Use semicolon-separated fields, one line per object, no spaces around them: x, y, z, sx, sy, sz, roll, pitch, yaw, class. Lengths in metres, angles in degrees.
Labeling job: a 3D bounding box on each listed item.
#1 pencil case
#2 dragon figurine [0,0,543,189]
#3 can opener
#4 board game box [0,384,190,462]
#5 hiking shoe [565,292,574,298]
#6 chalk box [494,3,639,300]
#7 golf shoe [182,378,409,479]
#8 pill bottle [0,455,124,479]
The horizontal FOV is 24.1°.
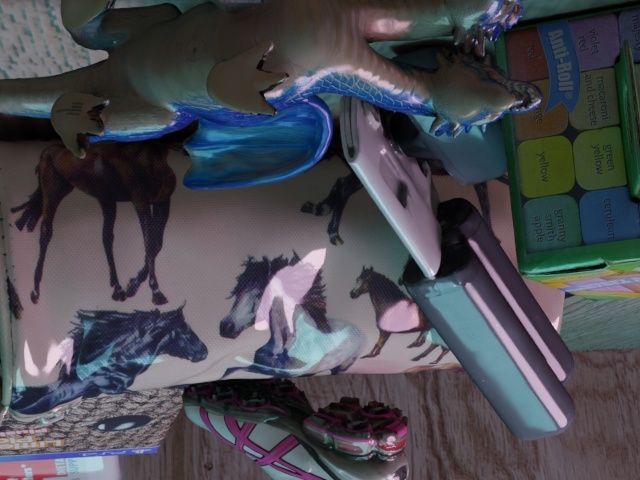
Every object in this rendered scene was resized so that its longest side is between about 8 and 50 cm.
-0.029;0.024;0.983;0.410;0.184;0.160;-2;-154;-22;pencil case
-0.044;-0.072;0.663;0.289;0.085;0.144;-10;169;26;dragon figurine
0.098;0.007;0.867;0.095;0.076;0.283;-18;130;25;can opener
-0.226;0.072;1.170;0.232;0.141;0.291;-2;159;-15;board game box
0.243;0.031;1.467;0.114;0.086;0.227;-2;171;12;hiking shoe
0.171;-0.046;0.781;0.132;0.132;0.213;-7;170;23;chalk box
-0.024;0.144;1.038;0.186;0.086;0.067;14;-159;35;golf shoe
-0.428;0.176;1.654;0.407;0.229;0.229;-3;171;-4;pill bottle
